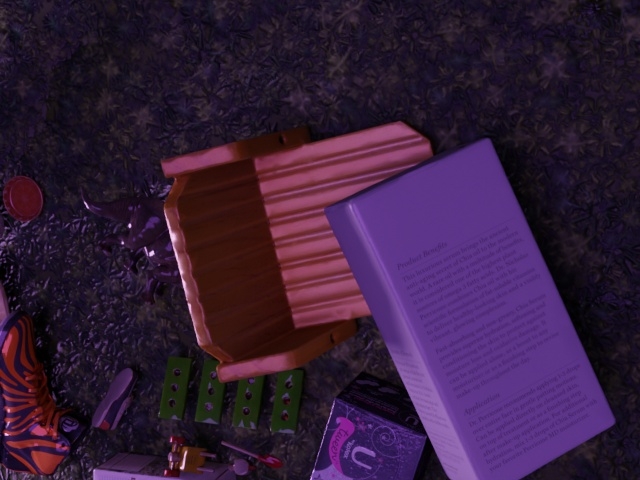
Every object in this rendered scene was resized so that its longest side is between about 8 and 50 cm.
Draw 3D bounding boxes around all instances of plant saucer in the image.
[{"bbox_3d":[-0.532,-0.076,1.888,0.084,0.013,0.083,4,101,20],"label":"plant saucer"}]

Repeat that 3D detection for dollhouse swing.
[{"bbox_3d":[0.000,0.000,1.581,0.305,0.315,0.346,-9,97,32],"label":"dollhouse swing"}]

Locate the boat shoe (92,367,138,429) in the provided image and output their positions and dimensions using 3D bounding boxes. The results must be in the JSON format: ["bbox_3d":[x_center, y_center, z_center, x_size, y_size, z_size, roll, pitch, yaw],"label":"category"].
[{"bbox_3d":[-0.360,0.286,1.884,0.043,0.049,0.137,23,110,-30],"label":"boat shoe"}]

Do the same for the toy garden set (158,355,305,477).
[{"bbox_3d":[-0.154,0.311,1.788,0.244,0.049,0.203,5,78,15],"label":"toy garden set"}]

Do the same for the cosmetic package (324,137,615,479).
[{"bbox_3d":[0.212,0.107,1.519,0.230,0.161,0.453,-25,94,-14],"label":"cosmetic package"}]

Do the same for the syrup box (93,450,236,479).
[{"bbox_3d":[-0.273,0.442,1.854,0.237,0.093,0.096,3,101,19],"label":"syrup box"}]

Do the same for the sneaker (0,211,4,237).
[{"bbox_3d":[-0.676,-0.108,1.892,0.151,0.094,0.255,-11,95,24],"label":"sneaker"}]

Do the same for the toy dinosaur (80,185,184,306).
[{"bbox_3d":[-0.270,0.005,1.773,0.160,0.121,0.313,-44,79,10],"label":"toy dinosaur"}]

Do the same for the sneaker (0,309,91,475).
[{"bbox_3d":[-0.503,0.285,1.904,0.180,0.124,0.321,14,116,13],"label":"sneaker"}]

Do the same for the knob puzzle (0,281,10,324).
[{"bbox_3d":[-0.640,0.083,1.932,0.213,0.030,0.213,15,123,24],"label":"knob puzzle"}]

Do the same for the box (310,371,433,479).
[{"bbox_3d":[0.079,0.366,1.686,0.163,0.142,0.247,21,106,15],"label":"box"}]
